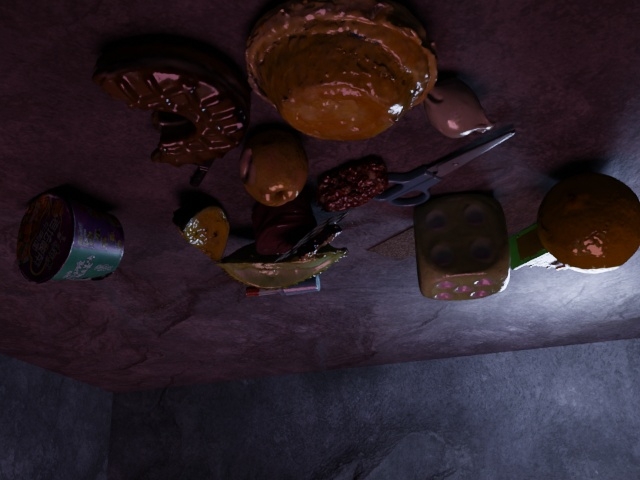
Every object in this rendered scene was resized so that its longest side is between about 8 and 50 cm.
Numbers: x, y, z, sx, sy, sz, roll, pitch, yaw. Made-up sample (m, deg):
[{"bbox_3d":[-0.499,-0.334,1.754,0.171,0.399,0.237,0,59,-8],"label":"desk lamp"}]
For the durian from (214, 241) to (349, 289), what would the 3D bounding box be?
[{"bbox_3d":[-0.108,0.044,2.196,0.395,0.163,0.198,-4,155,13],"label":"durian"}]

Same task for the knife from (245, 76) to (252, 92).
[{"bbox_3d":[-0.139,-0.337,1.504,0.023,0.010,0.170,11,156,-14],"label":"knife"}]

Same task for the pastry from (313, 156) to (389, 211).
[{"bbox_3d":[0.082,-0.138,1.885,0.209,0.097,0.115,-20,161,32],"label":"pastry"}]

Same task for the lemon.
[{"bbox_3d":[0.714,-0.046,1.935,0.293,0.292,0.293,-2,157,-1],"label":"lemon"}]

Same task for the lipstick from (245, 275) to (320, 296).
[{"bbox_3d":[-0.141,0.167,2.603,0.274,0.061,0.068,-8,158,13],"label":"lipstick"}]

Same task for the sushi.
[{"bbox_3d":[0.000,0.000,2.010,0.193,0.043,0.279,-40,175,20],"label":"sushi"}]

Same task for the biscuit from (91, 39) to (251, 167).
[{"bbox_3d":[-0.278,-0.274,1.506,0.269,0.115,0.366,-6,158,12],"label":"biscuit"}]

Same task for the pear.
[{"bbox_3d":[-0.110,-0.166,1.706,0.178,0.177,0.178,-2,157,-1],"label":"pear"}]

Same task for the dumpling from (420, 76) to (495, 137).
[{"bbox_3d":[0.273,-0.283,1.565,0.111,0.181,0.155,-36,-175,-7],"label":"dumpling"}]

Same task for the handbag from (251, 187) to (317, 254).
[{"bbox_3d":[-0.102,-0.050,2.017,0.147,0.135,0.225,2,155,-24],"label":"handbag"}]

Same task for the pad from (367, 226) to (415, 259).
[{"bbox_3d":[0.283,0.011,2.354,0.158,0.003,0.235,15,151,-34],"label":"pad"}]

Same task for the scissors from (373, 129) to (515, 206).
[{"bbox_3d":[0.313,-0.185,1.870,0.193,0.029,0.447,16,151,-37],"label":"scissors"}]

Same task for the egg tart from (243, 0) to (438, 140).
[{"bbox_3d":[0.040,-0.305,1.391,0.388,0.168,0.388,2,157,1],"label":"egg tart"}]

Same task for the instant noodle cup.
[{"bbox_3d":[-0.667,0.005,1.981,0.251,0.251,0.190,-18,161,32],"label":"instant noodle cup"}]

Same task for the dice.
[{"bbox_3d":[0.396,0.024,2.089,0.250,0.251,0.254,-4,159,5],"label":"dice"}]

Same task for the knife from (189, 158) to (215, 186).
[{"bbox_3d":[-0.297,-0.200,1.802,0.072,0.019,0.245,12,151,-20],"label":"knife"}]

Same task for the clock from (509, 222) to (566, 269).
[{"bbox_3d":[0.757,0.017,2.304,0.255,0.106,0.220,5,157,-27],"label":"clock"}]

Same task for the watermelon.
[{"bbox_3d":[-0.330,-0.033,2.038,0.123,0.129,0.301,-6,164,10],"label":"watermelon"}]
